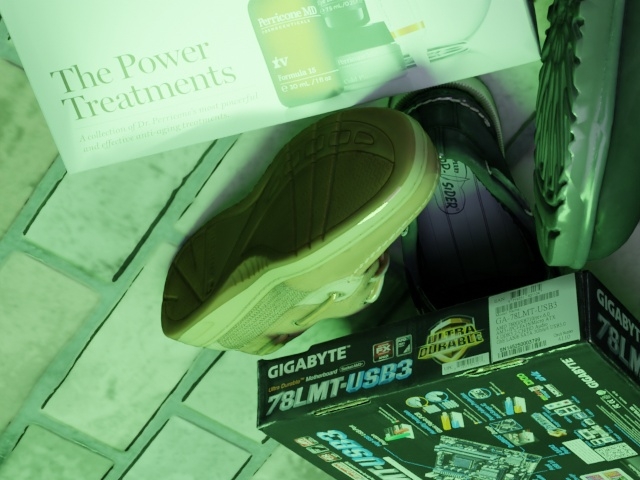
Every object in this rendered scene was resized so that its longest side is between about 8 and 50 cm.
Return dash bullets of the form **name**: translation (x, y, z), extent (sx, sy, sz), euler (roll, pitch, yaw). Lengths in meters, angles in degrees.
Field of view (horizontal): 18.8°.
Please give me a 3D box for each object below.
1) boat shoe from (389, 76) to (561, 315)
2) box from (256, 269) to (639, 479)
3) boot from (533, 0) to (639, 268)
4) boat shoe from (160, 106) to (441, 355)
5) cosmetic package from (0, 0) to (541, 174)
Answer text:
- **boat shoe**: translation (0.131, 0.031, 1.566), extent (0.127, 0.113, 0.340), euler (-8, 123, 7)
- **box**: translation (0.147, 0.146, 1.572), extent (0.293, 0.073, 0.295), euler (-16, 145, 29)
- **boot**: translation (0.392, -0.139, 1.386), extent (0.445, 0.146, 0.367), euler (5, 104, -4)
- **boat shoe**: translation (0.000, 0.000, 1.521), extent (0.110, 0.121, 0.341), euler (22, 148, -26)
- **cosmetic package**: translation (-0.054, -0.226, 1.414), extent (0.377, 0.097, 0.284), euler (-14, 119, 10)
